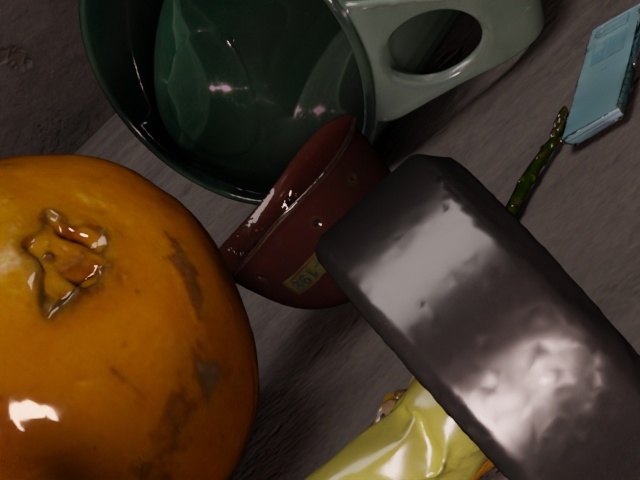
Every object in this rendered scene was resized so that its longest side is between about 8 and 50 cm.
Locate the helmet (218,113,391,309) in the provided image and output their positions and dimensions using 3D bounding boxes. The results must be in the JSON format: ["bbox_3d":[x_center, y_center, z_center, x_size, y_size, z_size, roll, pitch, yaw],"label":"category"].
[{"bbox_3d":[0.000,0.000,1.270,0.175,0.106,0.155,-42,13,19],"label":"helmet"}]

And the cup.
[{"bbox_3d":[0.026,-0.235,1.609,0.392,0.400,0.310,-50,-17,-42],"label":"cup"}]

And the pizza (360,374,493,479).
[{"bbox_3d":[0.068,0.102,0.964,0.184,0.036,0.176,-33,18,31],"label":"pizza"}]

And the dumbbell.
[{"bbox_3d":[-0.004,0.134,0.741,0.322,0.204,0.204,-42,15,1],"label":"dumbbell"}]

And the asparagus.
[{"bbox_3d":[0.151,-0.043,1.188,0.163,0.016,0.016,-55,-6,-39],"label":"asparagus"}]

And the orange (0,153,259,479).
[{"bbox_3d":[-0.195,0.093,1.153,0.312,0.312,0.312,-39,16,13],"label":"orange"}]

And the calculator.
[{"bbox_3d":[0.214,-0.125,1.238,0.057,0.018,0.172,-34,18,33],"label":"calculator"}]
